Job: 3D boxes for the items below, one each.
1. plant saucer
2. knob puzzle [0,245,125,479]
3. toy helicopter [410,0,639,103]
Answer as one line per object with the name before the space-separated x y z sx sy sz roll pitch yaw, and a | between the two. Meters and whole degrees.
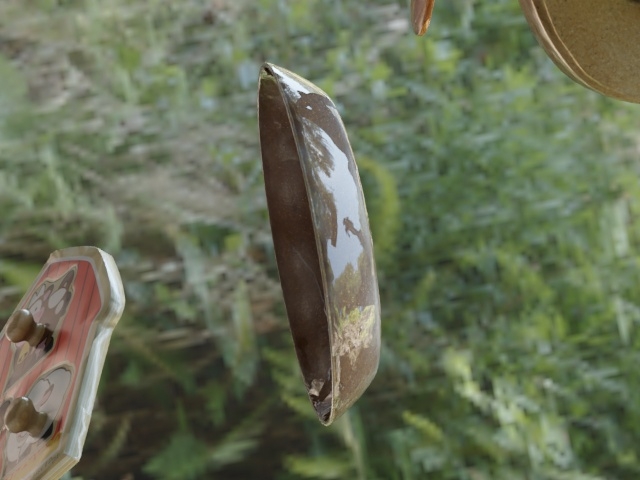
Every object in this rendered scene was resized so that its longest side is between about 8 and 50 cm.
plant saucer | 0.000 0.000 0.822 0.168 0.029 0.168 171 -90 -82
knob puzzle | -0.169 0.076 0.981 0.213 0.030 0.213 -46 -154 30
toy helicopter | 0.139 -0.240 0.909 0.140 0.235 0.355 -118 -166 -74
